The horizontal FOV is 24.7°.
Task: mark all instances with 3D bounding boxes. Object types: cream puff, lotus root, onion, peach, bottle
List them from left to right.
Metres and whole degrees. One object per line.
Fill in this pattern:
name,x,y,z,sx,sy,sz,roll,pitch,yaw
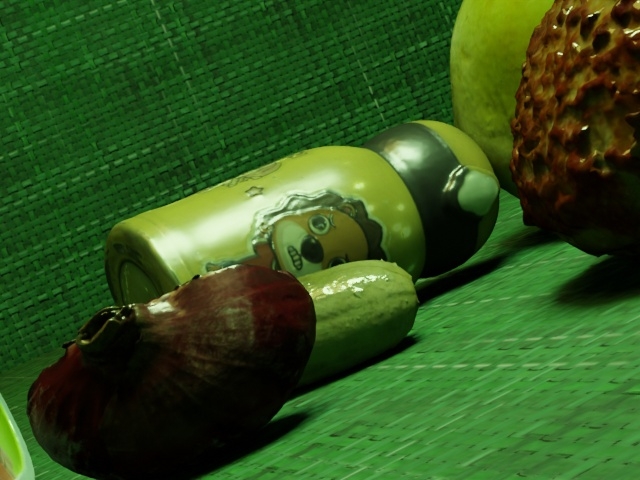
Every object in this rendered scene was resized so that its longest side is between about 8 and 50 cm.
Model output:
onion,-0.096,0.098,0.964,0.206,0.098,0.151,-29,-23,11
lotus root,-0.013,0.068,1.111,0.183,0.077,0.090,-21,3,8
bottle,0.000,0.000,1.286,0.351,0.171,0.171,-25,4,-23
peach,0.272,-0.178,1.352,0.314,0.281,0.316,-32,0,-32
cream puff,0.278,-0.127,0.994,0.350,0.228,0.350,-26,4,2

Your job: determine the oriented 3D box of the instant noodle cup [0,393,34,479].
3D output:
instant noodle cup,-0.413,0.157,1.066,0.308,0.294,0.294,-30,4,-3
